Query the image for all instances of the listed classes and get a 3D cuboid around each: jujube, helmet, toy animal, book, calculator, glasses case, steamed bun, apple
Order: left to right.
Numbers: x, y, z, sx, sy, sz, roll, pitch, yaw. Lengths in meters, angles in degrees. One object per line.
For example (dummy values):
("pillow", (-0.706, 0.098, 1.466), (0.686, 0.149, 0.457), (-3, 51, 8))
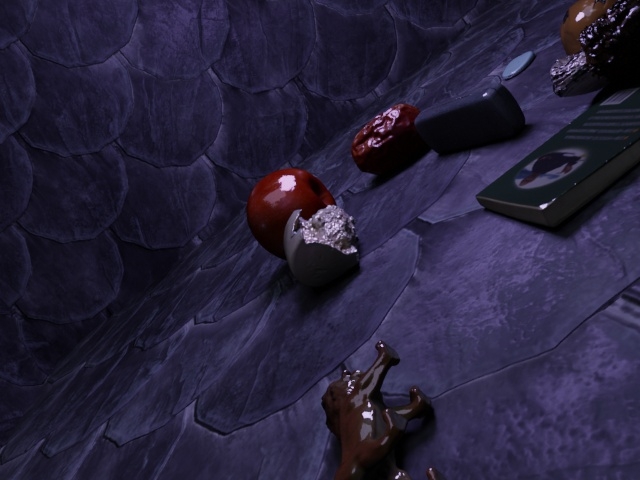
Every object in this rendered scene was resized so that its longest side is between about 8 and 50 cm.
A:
("apple", (-0.074, -0.071, 1.563), (0.216, 0.260, 0.260), (-38, 15, 20))
("steamed bun", (0.000, 0.000, 1.346), (0.200, 0.170, 0.225), (-34, 17, 1))
("toy animal", (0.063, 0.246, 0.696), (0.157, 0.097, 0.312), (-47, 15, 18))
("jujube", (0.215, -0.309, 1.715), (0.251, 0.174, 0.174), (-30, 18, 17))
("glasses case", (0.370, -0.305, 1.423), (0.074, 0.131, 0.323), (-45, 17, -18))
("calculator", (0.624, -0.554, 1.750), (0.095, 0.021, 0.153), (-17, 30, 53))
("book", (0.475, -0.166, 0.977), (0.371, 0.043, 0.260), (-38, 13, 0))
("helmet", (0.701, -0.562, 1.404), (0.224, 0.130, 0.198), (-47, 21, -30))

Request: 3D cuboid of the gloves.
("gloves", (0.600, -0.385, 1.052), (0.312, 0.211, 0.135), (119, 153, -65))
